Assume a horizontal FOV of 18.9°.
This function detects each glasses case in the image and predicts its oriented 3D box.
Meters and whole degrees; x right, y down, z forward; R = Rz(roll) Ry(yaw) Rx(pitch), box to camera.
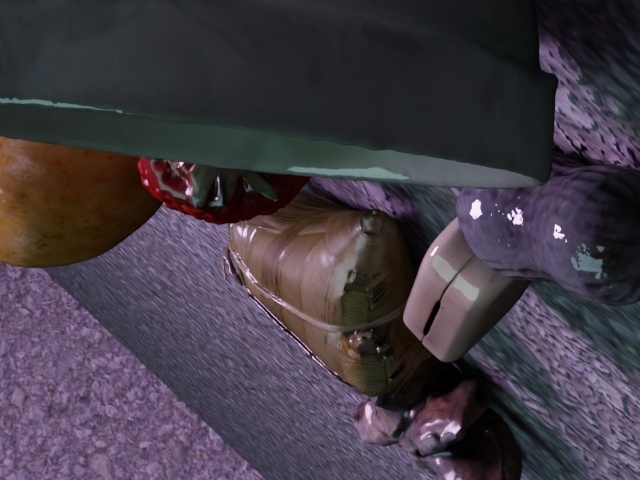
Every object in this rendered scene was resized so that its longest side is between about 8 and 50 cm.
[{"bbox_3d":[0.095,0.020,1.154,0.050,0.083,0.196,47,167,10],"label":"glasses case"}]

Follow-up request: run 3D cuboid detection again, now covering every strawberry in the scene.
[{"bbox_3d":[-0.055,-0.074,1.299,0.131,0.131,0.148,48,-160,-7],"label":"strawberry"}]

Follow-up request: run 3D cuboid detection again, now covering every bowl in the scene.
[{"bbox_3d":[-0.042,-0.111,0.839,0.307,0.163,0.307,9,178,0],"label":"bowl"}]

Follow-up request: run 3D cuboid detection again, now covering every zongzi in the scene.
[{"bbox_3d":[0.000,0.000,1.411,0.194,0.099,0.197,39,155,34],"label":"zongzi"}]

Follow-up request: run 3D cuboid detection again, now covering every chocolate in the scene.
[{"bbox_3d":[0.124,-0.009,0.982,0.072,0.072,0.167,52,167,-24],"label":"chocolate"}]

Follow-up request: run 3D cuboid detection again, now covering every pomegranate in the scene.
[{"bbox_3d":[-0.225,-0.091,1.559,0.248,0.248,0.248,45,168,12],"label":"pomegranate"}]

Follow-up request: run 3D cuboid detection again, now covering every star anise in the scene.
[{"bbox_3d":[0.087,0.147,1.580,0.229,0.093,0.236,52,166,-19],"label":"star anise"}]
